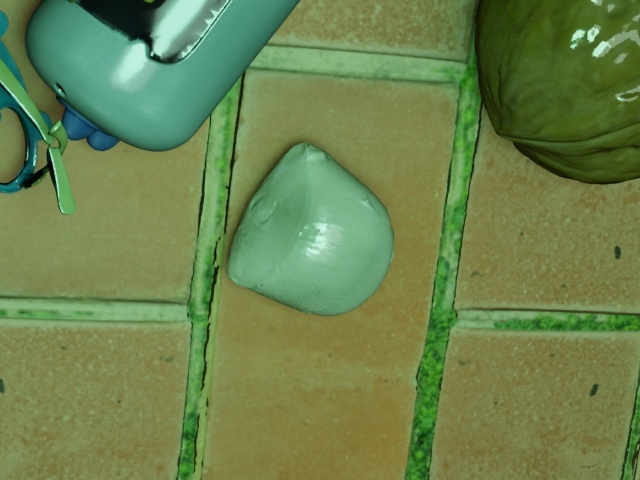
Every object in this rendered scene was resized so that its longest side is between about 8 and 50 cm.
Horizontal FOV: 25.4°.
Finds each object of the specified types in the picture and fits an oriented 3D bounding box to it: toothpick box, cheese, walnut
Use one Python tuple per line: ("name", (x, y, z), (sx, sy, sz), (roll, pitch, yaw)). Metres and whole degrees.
("toothpick box", (-0.177, -0.254, 1.615), (0.263, 0.263, 0.355), (37, 93, -23))
("cheese", (0.000, 0.000, 1.776), (0.189, 0.154, 0.198), (29, 94, -28))
("walnut", (0.369, -0.256, 1.740), (0.397, 0.308, 0.354), (-35, 124, -8))

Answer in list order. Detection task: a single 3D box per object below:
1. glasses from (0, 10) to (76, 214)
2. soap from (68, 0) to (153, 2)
("glasses", (-0.337, -0.120, 1.538), (0.102, 0.207, 0.239), (-25, 132, -11))
("soap", (-0.245, -0.404, 1.384), (0.281, 0.143, 0.259), (35, 61, -62))
